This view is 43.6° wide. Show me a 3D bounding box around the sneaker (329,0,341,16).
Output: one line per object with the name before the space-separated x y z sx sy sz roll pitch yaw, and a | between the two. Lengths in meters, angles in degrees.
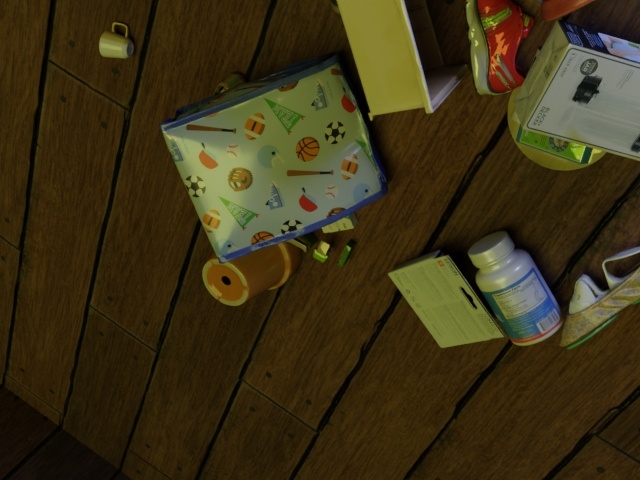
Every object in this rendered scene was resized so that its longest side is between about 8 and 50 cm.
sneaker | 0.060 -0.438 1.472 0.066 0.188 0.071 -7 124 14

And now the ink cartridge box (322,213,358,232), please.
ink cartridge box | 0.039 -0.048 1.825 0.083 0.028 0.048 -10 113 34

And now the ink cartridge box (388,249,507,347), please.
ink cartridge box | 0.281 0.127 1.740 0.223 0.045 0.224 54 149 -8

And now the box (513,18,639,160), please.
box | 0.491 -0.236 1.322 0.290 0.087 0.169 12 130 -10

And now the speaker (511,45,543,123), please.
speaker | 0.389 -0.272 1.424 0.055 0.055 0.136 26 123 15

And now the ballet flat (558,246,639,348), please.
ballet flat | 0.569 0.094 1.563 0.106 0.107 0.316 50 122 4

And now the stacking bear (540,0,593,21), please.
stacking bear | 0.369 -0.514 1.263 0.175 0.164 0.289 -21 102 38

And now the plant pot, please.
plant pot | -0.178 0.054 1.912 0.205 0.188 0.205 15 125 22

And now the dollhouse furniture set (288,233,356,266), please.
dollhouse furniture set | 0.000 0.000 1.855 0.152 0.076 0.058 29 117 10

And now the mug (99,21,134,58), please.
mug | -0.470 -0.457 1.851 0.064 0.062 0.078 16 132 12

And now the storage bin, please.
storage bin | 0.150 -0.381 1.399 0.123 0.260 0.262 -6 115 32

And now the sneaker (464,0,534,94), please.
sneaker | 0.316 -0.398 1.416 0.118 0.107 0.279 -6 118 11

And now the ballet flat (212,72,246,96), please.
ballet flat | -0.240 -0.283 1.813 0.080 0.073 0.232 37 131 6

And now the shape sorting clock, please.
shape sorting clock | 0.444 -0.229 1.464 0.206 0.040 0.206 15 117 32

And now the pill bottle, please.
pill bottle | 0.396 0.095 1.642 0.124 0.124 0.221 -23 104 38

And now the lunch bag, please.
lunch bag | -0.083 -0.180 1.672 0.385 0.239 0.328 -20 109 9
